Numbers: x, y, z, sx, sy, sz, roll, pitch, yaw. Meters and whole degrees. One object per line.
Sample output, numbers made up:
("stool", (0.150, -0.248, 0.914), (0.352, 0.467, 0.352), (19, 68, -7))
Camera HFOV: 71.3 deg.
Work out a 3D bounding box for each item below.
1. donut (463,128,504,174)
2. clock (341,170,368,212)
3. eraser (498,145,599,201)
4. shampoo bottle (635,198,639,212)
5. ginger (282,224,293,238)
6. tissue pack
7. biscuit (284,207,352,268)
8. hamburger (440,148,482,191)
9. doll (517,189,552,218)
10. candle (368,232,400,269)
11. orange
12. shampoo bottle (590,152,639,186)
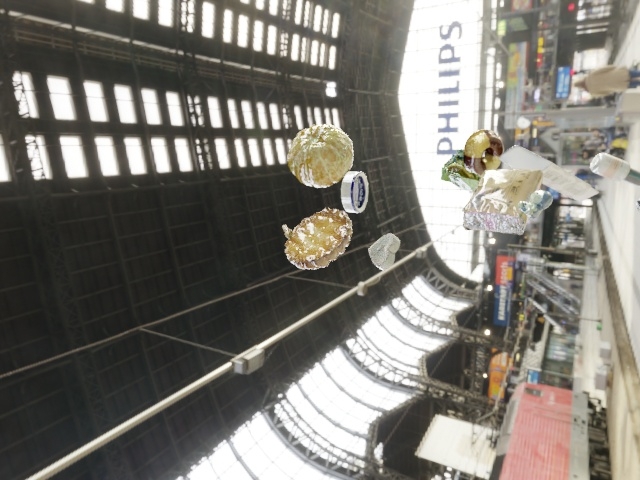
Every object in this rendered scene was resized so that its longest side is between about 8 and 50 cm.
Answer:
("donut", (0.659, -0.348, 1.793), (0.073, 0.166, 0.184), (-114, 23, -55))
("clock", (0.192, -0.270, 2.489), (0.230, 0.083, 0.230), (6, -90, -65))
("eraser", (0.906, -0.258, 1.765), (0.397, 0.213, 0.082), (14, -65, -35))
("shampoo bottle", (1.426, -0.185, 1.823), (0.087, 0.234, 0.049), (34, -142, -50))
("ginger", (-0.135, -0.036, 1.908), (0.048, 0.097, 0.030), (33, -72, -31))
("tissue pack", (0.626, -0.146, 1.543), (0.256, 0.215, 0.123), (-56, -45, -29))
("biscuit", (0.000, 0.000, 1.953), (0.107, 0.326, 0.326), (56, -133, -35))
("hamburger", (0.788, -0.365, 2.487), (0.150, 0.260, 0.276), (-43, -25, -16))
("doll", (0.581, -0.101, 1.204), (0.050, 0.083, 0.076), (35, -165, -19))
("candle", (0.317, 0.058, 2.287), (0.068, 0.168, 0.192), (35, -110, -29))
("orange", (-0.003, -0.417, 2.167), (0.249, 0.329, 0.329), (70, -143, -57))
("shampoo bottle", (1.036, -0.235, 1.534), (0.074, 0.192, 0.074), (-62, -9, -17))
